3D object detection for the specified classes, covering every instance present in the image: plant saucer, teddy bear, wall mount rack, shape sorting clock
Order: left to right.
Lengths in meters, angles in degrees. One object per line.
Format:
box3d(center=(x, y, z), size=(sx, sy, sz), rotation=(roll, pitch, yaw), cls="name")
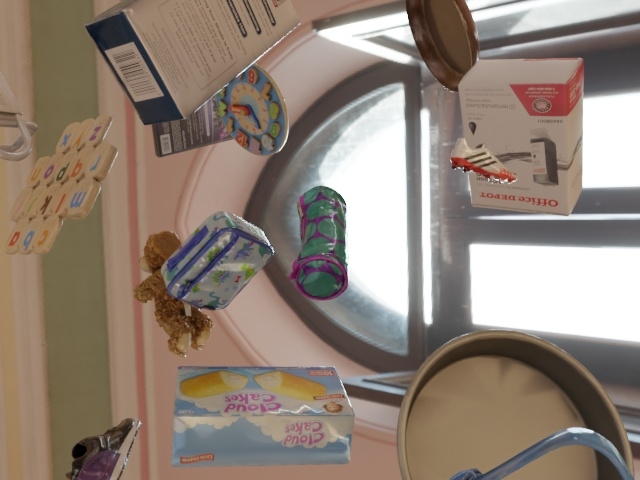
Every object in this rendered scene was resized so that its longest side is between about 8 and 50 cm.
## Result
box3d(center=(-0.631, -0.247, 0.968), size=(0.350, 0.130, 0.304), rotation=(60, -156, 6), cls="wall mount rack")
box3d(center=(-0.396, 0.146, 1.629), size=(0.338, 0.113, 0.245), rotation=(62, -150, -11), cls="teddy bear")
box3d(center=(-0.144, -0.266, 1.241), size=(0.040, 0.206, 0.206), rotation=(-38, -59, -34), cls="shape sorting clock")
box3d(center=(0.302, -0.516, 1.502), size=(0.050, 0.310, 0.310), rotation=(-27, -61, -6), cls="plant saucer")

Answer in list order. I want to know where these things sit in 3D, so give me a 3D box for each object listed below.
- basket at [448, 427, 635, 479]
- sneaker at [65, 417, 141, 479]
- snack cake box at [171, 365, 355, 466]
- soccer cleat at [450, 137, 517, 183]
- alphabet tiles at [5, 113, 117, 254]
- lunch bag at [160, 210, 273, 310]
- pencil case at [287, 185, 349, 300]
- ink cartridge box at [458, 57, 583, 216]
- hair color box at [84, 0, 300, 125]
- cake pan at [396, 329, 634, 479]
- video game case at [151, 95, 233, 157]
box3d(center=(0.171, 0.320, 0.510), size=(0.255, 0.289, 0.201), rotation=(57, -159, 8), cls="basket")
box3d(center=(-0.512, 0.485, 1.453), size=(0.124, 0.283, 0.107), rotation=(24, -85, -10), cls="sneaker")
box3d(center=(-0.093, 0.268, 0.953), size=(0.264, 0.152, 0.089), rotation=(3, -76, -12), cls="snack cake box")
box3d(center=(0.175, -0.083, 0.648), size=(0.083, 0.029, 0.035), rotation=(15, -91, -18), cls="soccer cleat")
box3d(center=(-0.467, -0.099, 1.104), size=(0.021, 0.284, 0.278), rotation=(37, -117, -42), cls="alphabet tiles")
box3d(center=(-0.227, 0.048, 1.336), size=(0.219, 0.090, 0.176), rotation=(-44, -42, 12), cls="lunch bag")
box3d(center=(0.000, 0.000, 0.737), size=(0.070, 0.064, 0.151), rotation=(18, -145, -14), cls="pencil case")
box3d(center=(0.305, -0.153, 0.927), size=(0.092, 0.158, 0.218), rotation=(-50, -44, -38), cls="ink cartridge box")
box3d(center=(-0.188, -0.351, 0.994), size=(0.347, 0.105, 0.174), rotation=(-52, -50, -38), cls="hair color box")
box3d(center=(0.229, 0.256, 0.746), size=(0.054, 0.293, 0.293), rotation=(110, -176, -63), cls="cake pan")
box3d(center=(-0.273, -0.320, 1.455), size=(0.274, 0.026, 0.196), rotation=(-22, -54, -34), cls="video game case")
